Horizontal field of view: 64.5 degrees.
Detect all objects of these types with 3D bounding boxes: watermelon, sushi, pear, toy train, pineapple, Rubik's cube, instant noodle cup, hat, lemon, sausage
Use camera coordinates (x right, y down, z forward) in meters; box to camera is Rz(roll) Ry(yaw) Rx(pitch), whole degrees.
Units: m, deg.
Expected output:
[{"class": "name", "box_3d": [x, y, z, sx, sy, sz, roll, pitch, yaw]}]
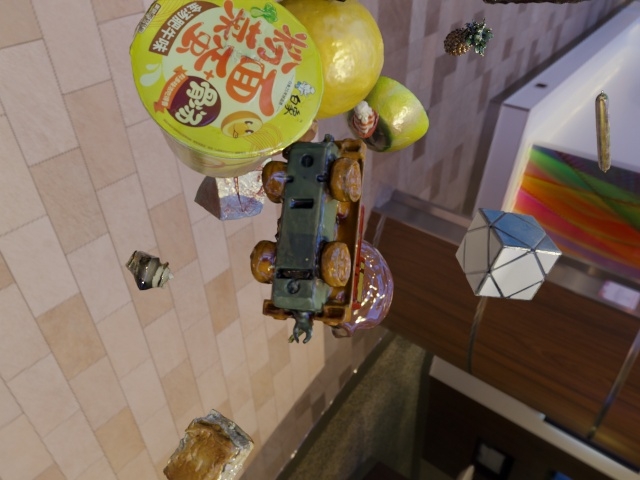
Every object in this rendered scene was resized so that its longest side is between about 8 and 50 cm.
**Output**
[{"class": "watermelon", "box_3d": [-0.289, -0.157, 1.716, 0.213, 0.201, 0.261, -14, 169, -38]}, {"class": "sushi", "box_3d": [-0.670, 0.114, 1.991, 0.273, 0.109, 0.134, 37, 76, -82]}, {"class": "pear", "box_3d": [0.245, -0.501, 2.153, 0.165, 0.399, 0.399, -59, 149, -22]}, {"class": "toy train", "box_3d": [0.000, 0.000, 0.912, 0.231, 0.163, 0.369, 31, 63, -66]}, {"class": "pineapple", "box_3d": [0.449, -0.617, 1.574, 0.083, 0.221, 0.103, 8, 99, -13]}, {"class": "Rubik's cube", "box_3d": [0.577, 0.043, 1.590, 0.205, 0.205, 0.207, 8, 127, -14]}, {"class": "instant noodle cup", "box_3d": [-0.171, -0.254, 0.901, 0.311, 0.311, 0.221, -53, -174, -18]}, {"class": "hat", "box_3d": [0.158, -0.451, 1.838, 0.162, 0.093, 0.112, 60, 53, -79]}, {"class": "lemon", "box_3d": [-0.002, -0.477, 1.306, 0.348, 0.348, 0.348, -35, 138, -39]}, {"class": "sausage", "box_3d": [0.749, -0.282, 1.343, 0.033, 0.033, 0.269, -51, 134, -22]}]

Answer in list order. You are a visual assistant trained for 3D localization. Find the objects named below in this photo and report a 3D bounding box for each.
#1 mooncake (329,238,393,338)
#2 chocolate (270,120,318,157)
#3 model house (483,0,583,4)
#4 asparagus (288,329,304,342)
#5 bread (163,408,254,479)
[{"class": "mooncake", "box_3d": [0.030, 0.121, 1.424, 0.334, 0.174, 0.326, -31, 99, -20]}, {"class": "chocolate", "box_3d": [-0.127, -0.326, 1.434, 0.214, 0.148, 0.093, -25, 155, -27]}, {"class": "model house", "box_3d": [0.325, -0.466, 0.681, 0.230, 0.248, 0.280, 80, 33, -76]}, {"class": "asparagus", "box_3d": [-0.072, 0.310, 1.690, 0.108, 0.025, 0.021, -42, 147, 15]}, {"class": "bread", "box_3d": [-0.124, 0.245, 0.575, 0.083, 0.070, 0.077, -56, 168, -7]}]
